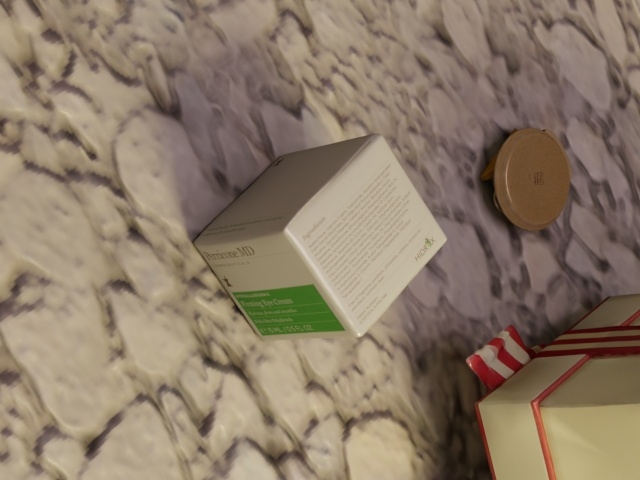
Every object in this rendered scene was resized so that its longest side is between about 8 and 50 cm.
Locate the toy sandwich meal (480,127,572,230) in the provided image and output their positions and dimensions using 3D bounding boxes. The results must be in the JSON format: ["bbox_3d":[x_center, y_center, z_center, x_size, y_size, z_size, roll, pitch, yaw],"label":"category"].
[{"bbox_3d":[0.155,-0.048,1.045,0.086,0.029,0.085,0,89,-36],"label":"toy sandwich meal"}]

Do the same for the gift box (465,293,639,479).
[{"bbox_3d":[0.248,0.166,0.946,0.276,0.258,0.255,-19,99,-51],"label":"gift box"}]

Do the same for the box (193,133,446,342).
[{"bbox_3d":[0.000,0.000,0.868,0.102,0.101,0.087,-46,112,-32],"label":"box"}]
